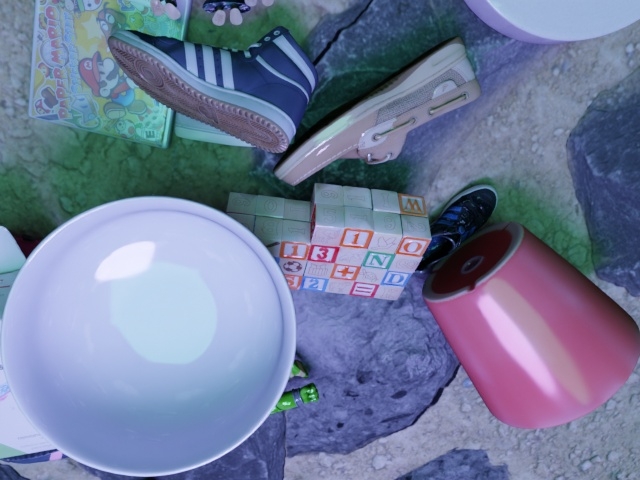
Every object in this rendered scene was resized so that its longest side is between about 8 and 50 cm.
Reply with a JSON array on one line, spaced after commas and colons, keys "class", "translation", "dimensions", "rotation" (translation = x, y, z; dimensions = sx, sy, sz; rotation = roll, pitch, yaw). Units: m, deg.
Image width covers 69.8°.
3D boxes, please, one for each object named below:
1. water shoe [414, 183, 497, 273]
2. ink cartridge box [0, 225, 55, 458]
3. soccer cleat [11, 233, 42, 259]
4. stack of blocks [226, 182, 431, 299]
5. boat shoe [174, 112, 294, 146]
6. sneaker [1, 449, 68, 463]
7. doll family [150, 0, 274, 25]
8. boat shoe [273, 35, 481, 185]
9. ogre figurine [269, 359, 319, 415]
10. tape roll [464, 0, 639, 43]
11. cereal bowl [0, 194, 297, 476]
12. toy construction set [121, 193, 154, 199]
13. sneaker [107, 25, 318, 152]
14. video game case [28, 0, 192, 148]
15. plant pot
[{"class": "water shoe", "translation": [0.228, -0.012, 0.784], "dimensions": [0.203, 0.080, 0.073], "rotation": [-41, 108, 9]}, {"class": "ink cartridge box", "translation": [-0.490, 0.165, 0.665], "dimensions": [0.207, 0.119, 0.353], "rotation": [-10, 125, -3]}, {"class": "soccer cleat", "translation": [-0.575, 0.087, 0.743], "dimensions": [0.331, 0.116, 0.143], "rotation": [-14, 131, -3]}, {"class": "stack of blocks", "translation": [0.000, 0.000, 0.723], "dimensions": [0.297, 0.087, 0.171], "rotation": [6, 141, -7]}, {"class": "boat shoe", "translation": [-0.131, -0.182, 0.709], "dimensions": [0.184, 0.066, 0.063], "rotation": [7, 109, 2]}, {"class": "sneaker", "translation": [-0.432, 0.352, 0.836], "dimensions": [0.319, 0.112, 0.131], "rotation": [-7, 141, 4]}, {"class": "doll family", "translation": [-0.145, -0.357, 0.625], "dimensions": [0.193, 0.111, 0.076], "rotation": [2, 143, -19]}, {"class": "boat shoe", "translation": [0.087, -0.170, 0.697], "dimensions": [0.341, 0.121, 0.110], "rotation": [-32, 108, 5]}, {"class": "ogre figurine", "translation": [-0.106, 0.236, 0.831], "dimensions": [0.118, 0.097, 0.197], "rotation": [-38, 112, 1]}, {"class": "tape roll", "translation": [0.363, -0.485, 0.642], "dimensions": [0.392, 0.072, 0.392], "rotation": [-2, 108, -5]}, {"class": "cereal bowl", "translation": [-0.205, 0.112, 0.605], "dimensions": [0.339, 0.141, 0.339], "rotation": [0, 90, -8]}, {"class": "toy construction set", "translation": [-0.271, 0.099, 0.738], "dimensions": [0.215, 0.151, 0.327], "rotation": [-22, 101, 30]}, {"class": "sneaker", "translation": [-0.140, -0.248, 0.650], "dimensions": [0.282, 0.099, 0.153], "rotation": [27, 70, 1]}, {"class": "video game case", "translation": [-0.312, -0.270, 0.677], "dimensions": [0.206, 0.026, 0.227], "rotation": [12, 107, -9]}, {"class": "plant pot", "translation": [0.318, 0.120, 0.756], "dimensions": [0.275, 0.275, 0.243], "rotation": [-41, 98, 9]}]
